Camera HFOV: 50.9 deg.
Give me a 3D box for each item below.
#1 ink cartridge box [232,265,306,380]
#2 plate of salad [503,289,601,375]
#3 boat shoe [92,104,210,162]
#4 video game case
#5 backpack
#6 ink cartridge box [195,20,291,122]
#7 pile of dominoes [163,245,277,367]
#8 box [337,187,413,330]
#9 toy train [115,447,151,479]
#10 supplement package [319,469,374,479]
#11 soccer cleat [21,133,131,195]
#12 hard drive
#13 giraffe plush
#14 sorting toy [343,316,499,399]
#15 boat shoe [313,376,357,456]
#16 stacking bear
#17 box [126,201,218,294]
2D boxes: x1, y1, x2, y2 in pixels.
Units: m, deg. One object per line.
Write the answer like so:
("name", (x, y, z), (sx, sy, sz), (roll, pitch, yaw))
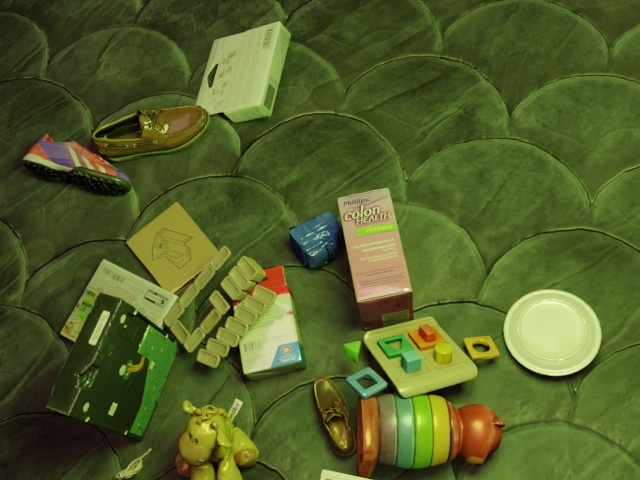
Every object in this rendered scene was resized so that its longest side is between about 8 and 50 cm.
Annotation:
("ink cartridge box", (-0.120, 0.187, 1.534), (0.134, 0.078, 0.231), (-13, 65, 4))
("plate of salad", (0.500, 0.200, 1.456), (0.199, 0.048, 0.200), (-8, 57, 12))
("boat shoe", (-0.443, -0.288, 1.766), (0.307, 0.104, 0.111), (-21, 66, 3))
("video game case", (-0.480, 0.180, 1.610), (0.226, 0.026, 0.206), (24, 78, 17))
("backpack", (0.000, 0.000, 1.591), (0.120, 0.098, 0.101), (-32, 64, -16))
("ink cartridge box", (-0.216, -0.450, 1.840), (0.238, 0.060, 0.275), (-4, 64, 34))
("pile of dominoes", (-0.221, 0.154, 1.523), (0.251, 0.040, 0.196), (-50, 61, 8))
("box", (0.124, 0.047, 1.486), (0.117, 0.214, 0.243), (-12, 65, 3))
("toy train", (-0.422, 0.571, 1.406), (0.248, 0.105, 0.143), (-36, 77, -8))
("supplement package", (0.126, 0.543, 1.275), (0.261, 0.204, 0.145), (9, 67, 12))
("soccer cleat", (-0.628, -0.203, 1.769), (0.318, 0.109, 0.117), (14, 65, 16))
("hard drive", (-0.414, 0.273, 1.399), (0.064, 0.339, 0.237), (14, 70, 16))
("giraffe plush", (-0.228, 0.417, 1.400), (0.181, 0.170, 0.210), (7, 68, 12))
("sorting toy", (0.209, 0.231, 1.417), (0.347, 0.047, 0.196), (-11, 34, -18))
("boat shoe", (0.030, 0.372, 1.442), (0.064, 0.060, 0.178), (-22, 65, -1))
("stacking bear", (0.222, 0.388, 1.361), (0.288, 0.175, 0.164), (1, 55, -1))
("box", (-0.365, 0.022, 1.675), (0.164, 0.021, 0.201), (-39, 68, -9))
